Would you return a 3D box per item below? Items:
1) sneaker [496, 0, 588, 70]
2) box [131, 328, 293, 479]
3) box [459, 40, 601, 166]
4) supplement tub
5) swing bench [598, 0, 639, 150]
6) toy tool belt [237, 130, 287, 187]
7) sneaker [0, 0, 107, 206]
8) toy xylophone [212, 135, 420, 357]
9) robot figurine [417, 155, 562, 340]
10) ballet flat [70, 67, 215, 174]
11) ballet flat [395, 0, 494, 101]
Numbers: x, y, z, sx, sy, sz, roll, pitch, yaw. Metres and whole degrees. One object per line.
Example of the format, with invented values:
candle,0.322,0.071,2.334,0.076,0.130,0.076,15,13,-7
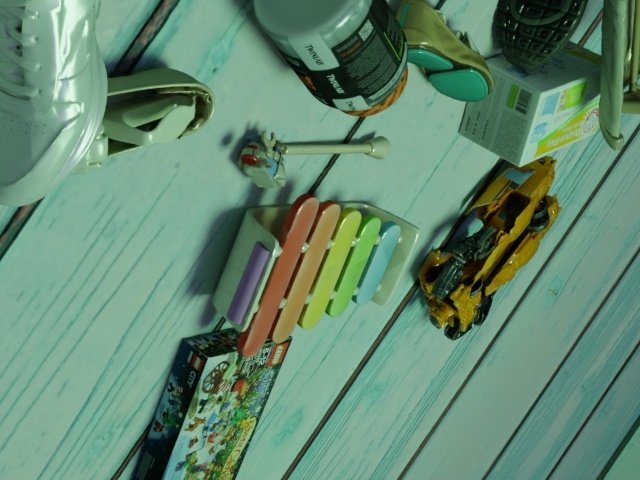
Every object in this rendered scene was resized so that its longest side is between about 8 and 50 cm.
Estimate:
sneaker,0.321,-0.345,1.585,0.130,0.109,0.286,-7,126,-59
box,-0.134,0.215,1.520,0.159,0.044,0.233,-8,126,-53
box,0.297,-0.191,1.697,0.203,0.103,0.114,-24,137,-44
supplement tub,0.018,-0.205,1.255,0.117,0.117,0.190,-53,150,-6
swing bench,0.471,-0.274,1.590,0.254,0.165,0.253,-7,136,2
toy tool belt,-0.062,-0.092,1.328,0.083,0.052,0.051,54,42,-63
sneaker,-0.221,-0.175,0.930,0.152,0.114,0.305,-3,112,-64
toy xylophone,0.000,0.000,1.469,0.322,0.081,0.236,-16,132,-50
robot figurine,0.246,0.011,1.843,0.291,0.085,0.211,-48,149,-16
ballet flat,-0.190,-0.100,1.085,0.248,0.086,0.086,-24,137,-44
ballet flat,0.150,-0.225,1.482,0.232,0.080,0.073,21,71,-63
